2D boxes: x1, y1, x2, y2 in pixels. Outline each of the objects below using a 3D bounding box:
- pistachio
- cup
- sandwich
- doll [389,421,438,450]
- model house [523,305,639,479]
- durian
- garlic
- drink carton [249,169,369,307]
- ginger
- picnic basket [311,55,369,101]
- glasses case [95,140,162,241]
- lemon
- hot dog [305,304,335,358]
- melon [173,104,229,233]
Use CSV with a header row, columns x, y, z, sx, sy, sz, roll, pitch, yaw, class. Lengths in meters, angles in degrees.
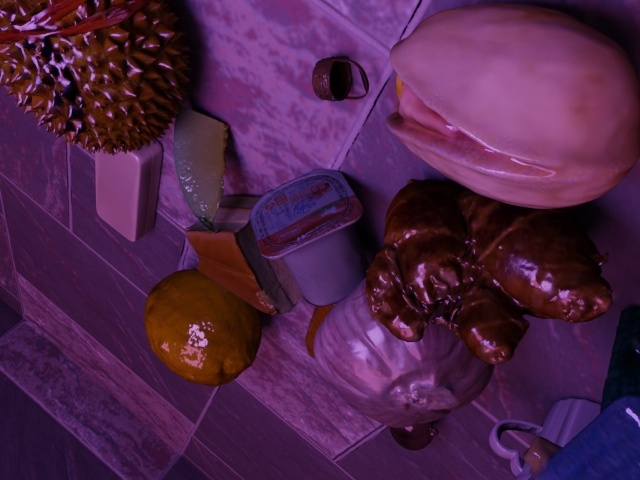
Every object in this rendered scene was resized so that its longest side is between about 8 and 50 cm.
x,y,z,sx,sy,sz,roll,pitch,yaw,class
0.217,-0.152,0.667,0.309,0.230,0.229,29,141,31,pistachio
0.427,0.377,0.993,0.221,0.202,0.167,47,142,-4,cup
-0.154,0.032,1.220,0.198,0.155,0.227,3,127,42,sandwich
0.185,0.402,1.323,0.188,0.096,0.145,35,137,26,doll
0.469,0.256,0.700,0.343,0.382,0.334,28,139,15,model house
-0.399,-0.325,0.988,0.348,0.347,0.384,7,156,37,durian
0.150,0.190,0.987,0.318,0.259,0.317,-4,115,-9,garlic
0.000,0.000,1.042,0.189,0.185,0.191,59,-179,-40,drink carton
0.219,0.029,0.795,0.358,0.274,0.152,10,136,34,ginger
0.034,-0.244,0.868,0.083,0.072,0.072,13,133,32,picnic basket
-0.471,-0.142,1.395,0.144,0.076,0.336,37,142,6,glasses case
-0.293,0.204,1.420,0.316,0.285,0.285,64,146,18,lemon
0.014,0.186,1.286,0.083,0.068,0.289,37,143,19,hot dog
-0.224,-0.139,1.118,0.114,0.261,0.053,-8,172,4,melon
